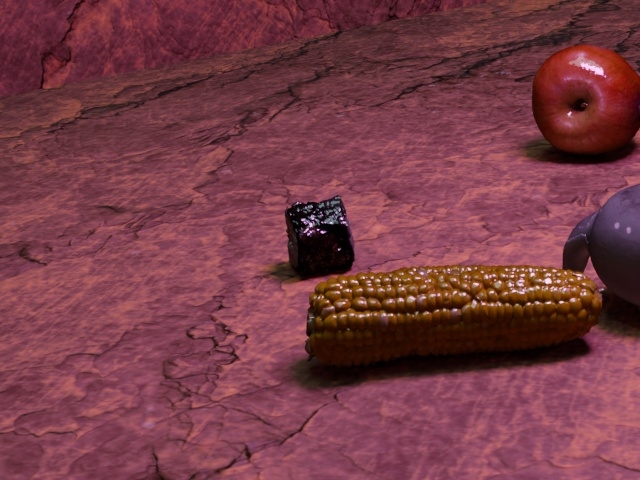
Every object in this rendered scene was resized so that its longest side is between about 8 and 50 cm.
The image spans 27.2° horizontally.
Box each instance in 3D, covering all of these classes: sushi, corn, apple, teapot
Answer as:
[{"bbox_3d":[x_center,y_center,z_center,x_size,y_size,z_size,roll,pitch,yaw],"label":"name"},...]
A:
[{"bbox_3d":[0.000,-0.001,1.683,0.084,0.098,0.094,-13,37,-7],"label":"sushi"},{"bbox_3d":[0.137,0.074,1.376,0.313,0.102,0.102,-4,18,0],"label":"corn"},{"bbox_3d":[0.418,-0.217,2.050,0.199,0.199,0.199,-6,18,2],"label":"apple"},{"bbox_3d":[0.390,0.012,1.430,0.294,0.129,0.193,4,21,24],"label":"teapot"}]
